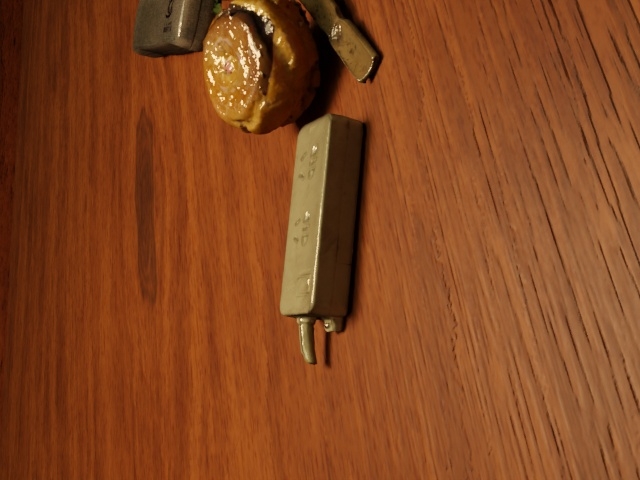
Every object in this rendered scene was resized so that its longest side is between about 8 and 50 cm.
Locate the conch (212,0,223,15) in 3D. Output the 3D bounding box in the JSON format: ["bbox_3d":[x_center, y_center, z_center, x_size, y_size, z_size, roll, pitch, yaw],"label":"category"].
[{"bbox_3d":[-0.147,-0.407,1.509,0.137,0.143,0.250,-57,5,-13],"label":"conch"}]

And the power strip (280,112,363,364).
[{"bbox_3d":[0.000,0.000,1.141,0.093,0.053,0.288,-14,68,61],"label":"power strip"}]

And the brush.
[{"bbox_3d":[0.021,-0.276,1.221,0.248,0.036,0.043,60,138,44],"label":"brush"}]

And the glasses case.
[{"bbox_3d":[-0.274,-0.411,1.806,0.323,0.074,0.131,17,97,63],"label":"glasses case"}]

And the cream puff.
[{"bbox_3d":[-0.071,-0.235,1.271,0.189,0.129,0.189,16,112,45],"label":"cream puff"}]
